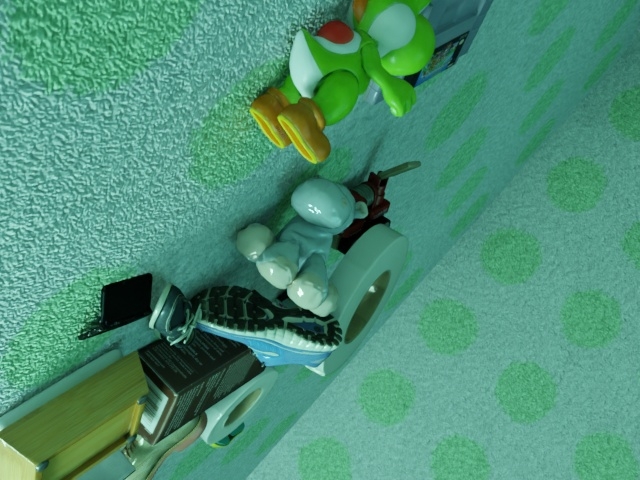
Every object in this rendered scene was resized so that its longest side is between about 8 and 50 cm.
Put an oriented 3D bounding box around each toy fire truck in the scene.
[{"bbox_3d":[0.114,-0.102,1.763,0.217,0.158,0.246,-27,141,-49],"label":"toy fire truck"}]

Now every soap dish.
[{"bbox_3d":[-0.458,0.351,1.369,0.291,0.118,0.229,-31,156,-42],"label":"soap dish"}]

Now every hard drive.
[{"bbox_3d":[-0.507,0.536,1.689,0.135,0.094,0.022,-36,160,-34],"label":"hard drive"}]

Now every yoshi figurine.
[{"bbox_3d":[0.071,-0.276,1.204,0.362,0.203,0.203,-48,179,-9],"label":"yoshi figurine"}]

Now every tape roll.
[{"bbox_3d":[0.085,0.145,1.782,0.392,0.072,0.392,-52,161,-26],"label":"tape roll"},{"bbox_3d":[-0.253,0.444,2.106,0.286,0.100,0.286,-42,162,-17],"label":"tape roll"}]

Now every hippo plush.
[{"bbox_3d":[0.000,0.000,1.522,0.236,0.234,0.294,-49,163,4],"label":"hippo plush"}]

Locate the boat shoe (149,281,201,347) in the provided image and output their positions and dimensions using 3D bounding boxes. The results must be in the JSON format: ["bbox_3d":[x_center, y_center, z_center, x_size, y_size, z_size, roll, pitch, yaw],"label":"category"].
[{"bbox_3d":[-0.269,0.151,1.384,0.095,0.079,0.254,-63,179,-26],"label":"boat shoe"}]

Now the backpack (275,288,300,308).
[{"bbox_3d":[-0.045,0.231,1.996,0.144,0.188,0.166,-43,163,-18],"label":"backpack"}]

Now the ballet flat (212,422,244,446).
[{"bbox_3d":[-0.326,0.640,2.414,0.077,0.077,0.231,-35,169,16],"label":"ballet flat"}]

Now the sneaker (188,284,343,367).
[{"bbox_3d":[-0.128,0.202,1.545,0.129,0.330,0.147,-83,-166,-51],"label":"sneaker"}]

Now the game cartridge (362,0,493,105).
[{"bbox_3d":[0.230,-0.417,1.478,0.355,0.068,0.230,-35,154,-37],"label":"game cartridge"}]

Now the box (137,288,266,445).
[{"bbox_3d":[-0.256,0.275,1.667,0.381,0.143,0.191,-24,151,-50],"label":"box"}]

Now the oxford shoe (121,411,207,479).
[{"bbox_3d":[-0.447,0.509,1.810,0.348,0.123,0.130,-43,136,-14],"label":"oxford shoe"}]

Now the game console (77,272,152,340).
[{"bbox_3d":[-0.356,0.115,1.281,0.107,0.071,0.122,-23,177,31],"label":"game console"}]
